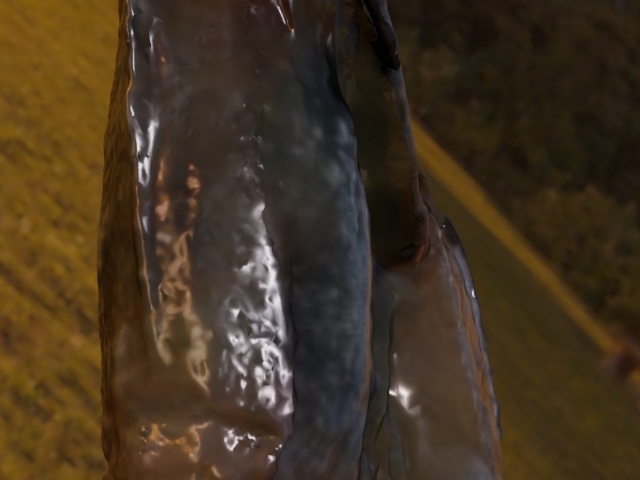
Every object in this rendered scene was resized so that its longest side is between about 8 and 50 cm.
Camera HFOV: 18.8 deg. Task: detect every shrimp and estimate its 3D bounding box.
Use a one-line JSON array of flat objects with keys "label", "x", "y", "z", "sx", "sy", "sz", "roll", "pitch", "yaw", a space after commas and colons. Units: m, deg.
[{"label": "shrimp", "x": 0.000, "y": 0.000, "z": 0.736, "sx": 0.221, "sy": 0.110, "sz": 0.445, "roll": -6, "pitch": 90, "yaw": -51}]
